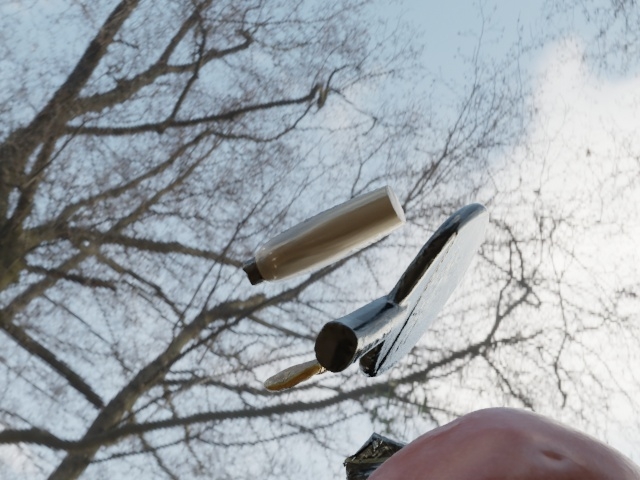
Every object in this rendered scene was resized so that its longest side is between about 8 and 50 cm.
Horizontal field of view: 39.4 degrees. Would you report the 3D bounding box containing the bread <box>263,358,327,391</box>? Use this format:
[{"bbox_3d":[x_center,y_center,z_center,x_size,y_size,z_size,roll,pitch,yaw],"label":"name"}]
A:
[{"bbox_3d":[-0.030,0.190,1.284,0.110,0.110,0.024,-20,-92,24],"label":"bread"}]

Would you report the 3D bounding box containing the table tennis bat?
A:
[{"bbox_3d":[0.059,0.043,0.622,0.027,0.236,0.150,34,-68,17],"label":"table tennis bat"}]

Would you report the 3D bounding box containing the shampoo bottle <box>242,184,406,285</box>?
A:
[{"bbox_3d":[0.000,0.000,1.348,0.257,0.127,0.078,-24,-93,14],"label":"shampoo bottle"}]

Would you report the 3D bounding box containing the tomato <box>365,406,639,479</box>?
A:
[{"bbox_3d":[0.164,0.316,0.784,0.341,0.341,0.273,39,-28,-9],"label":"tomato"}]

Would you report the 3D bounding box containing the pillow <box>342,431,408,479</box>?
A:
[{"bbox_3d":[0.139,0.438,1.347,0.093,0.161,0.335,-18,-80,40],"label":"pillow"}]
